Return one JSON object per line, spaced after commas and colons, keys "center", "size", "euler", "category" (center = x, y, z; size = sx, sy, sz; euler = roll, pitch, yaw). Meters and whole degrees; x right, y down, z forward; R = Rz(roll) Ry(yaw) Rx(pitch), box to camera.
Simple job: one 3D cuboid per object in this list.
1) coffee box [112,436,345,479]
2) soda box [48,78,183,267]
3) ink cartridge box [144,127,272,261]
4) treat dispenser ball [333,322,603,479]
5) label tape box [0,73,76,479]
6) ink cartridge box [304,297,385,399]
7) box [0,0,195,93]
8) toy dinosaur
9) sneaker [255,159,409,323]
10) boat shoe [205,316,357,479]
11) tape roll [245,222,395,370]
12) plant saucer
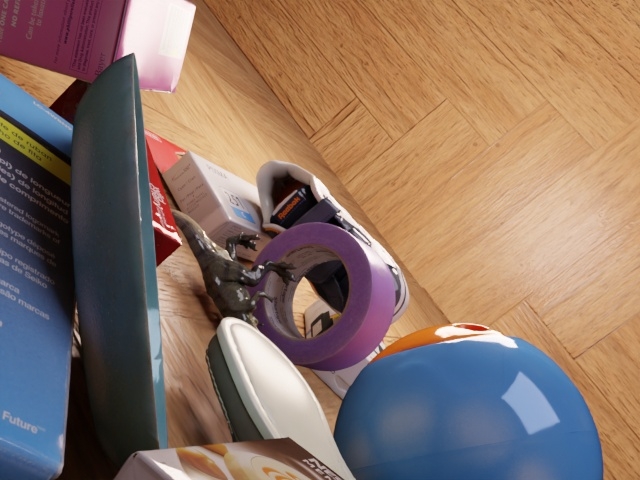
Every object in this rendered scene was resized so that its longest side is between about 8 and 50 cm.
{"center": [-0.034, 0.206, 0.444], "size": [0.141, 0.098, 0.246], "euler": [32, -3, 20], "category": "coffee box"}
{"center": [-0.237, -0.071, 0.767], "size": [0.092, 0.083, 0.263], "euler": [38, 17, -44], "category": "soda box"}
{"center": [-0.157, -0.081, 1.157], "size": [0.261, 0.066, 0.296], "euler": [56, 13, 23], "category": "ink cartridge box"}
{"center": [0.156, 0.236, 0.768], "size": [0.288, 0.288, 0.288], "euler": [47, 12, -13], "category": "treat dispenser ball"}
{"center": [-0.270, -0.023, 0.389], "size": [0.249, 0.115, 0.347], "euler": [38, 16, -34], "category": "label tape box"}
{"center": [0.044, 0.170, 1.094], "size": [0.127, 0.072, 0.175], "euler": [46, 12, -18], "category": "ink cartridge box"}
{"center": [-0.295, -0.257, 0.784], "size": [0.243, 0.117, 0.213], "euler": [17, 12, 4], "category": "box"}
{"center": [-0.109, 0.037, 0.883], "size": [0.118, 0.064, 0.268], "euler": [-22, 66, -38], "category": "toy dinosaur"}
{"center": [0.000, 0.000, 1.053], "size": [0.321, 0.126, 0.127], "euler": [47, 3, 34], "category": "sneaker"}
{"center": [-0.033, 0.208, 0.640], "size": [0.109, 0.091, 0.305], "euler": [13, 36, -57], "category": "boat shoe"}
{"center": [-0.002, 0.076, 0.928], "size": [0.189, 0.189, 0.080], "euler": [57, 14, 29], "category": "tape roll"}
{"center": [-0.144, 0.026, 0.514], "size": [0.317, 0.044, 0.317], "euler": [175, -90, -77], "category": "plant saucer"}
